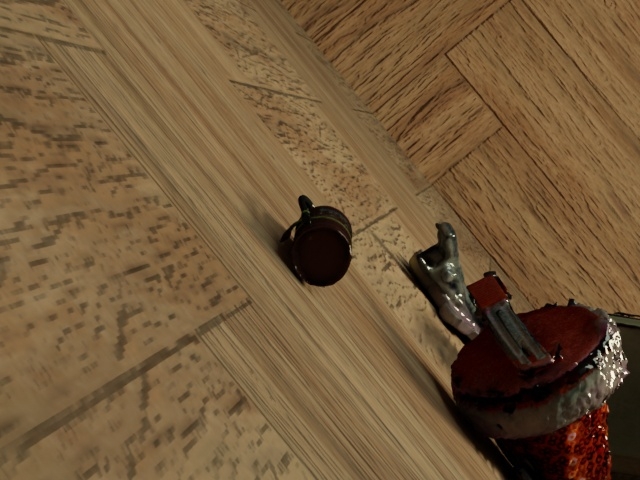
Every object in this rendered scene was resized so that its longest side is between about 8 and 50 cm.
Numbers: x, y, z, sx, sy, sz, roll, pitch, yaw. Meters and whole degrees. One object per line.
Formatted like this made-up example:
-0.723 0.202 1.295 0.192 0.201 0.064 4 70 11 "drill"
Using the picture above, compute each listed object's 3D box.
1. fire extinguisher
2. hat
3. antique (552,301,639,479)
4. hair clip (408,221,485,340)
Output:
0.000 0.000 1.166 0.056 0.039 0.132 59 5 -7 "fire extinguisher"
0.170 0.146 1.338 0.140 0.129 0.227 18 -45 59 "hat"
0.253 0.132 1.564 0.147 0.148 0.152 7 2 5 "antique"
0.133 0.058 1.774 0.187 0.056 0.146 57 -1 -42 "hair clip"
